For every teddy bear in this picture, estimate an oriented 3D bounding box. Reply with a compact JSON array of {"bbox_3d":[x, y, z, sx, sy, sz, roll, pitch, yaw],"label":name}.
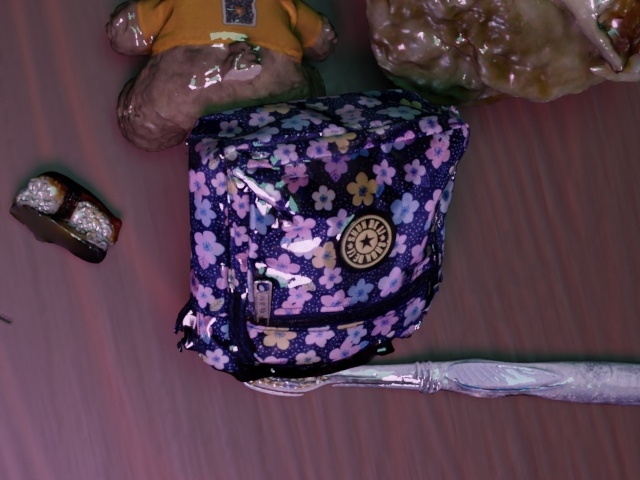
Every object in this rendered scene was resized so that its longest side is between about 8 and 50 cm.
[{"bbox_3d":[-0.073,-0.170,1.358,0.177,0.140,0.190,-3,79,-8],"label":"teddy bear"}]

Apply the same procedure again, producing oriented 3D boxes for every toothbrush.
[{"bbox_3d":[0.136,0.109,1.423,0.413,0.042,0.035,2,86,-12],"label":"toothbrush"}]

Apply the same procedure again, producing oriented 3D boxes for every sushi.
[{"bbox_3d":[-0.191,-0.020,1.375,0.083,0.044,0.046,33,60,-9],"label":"sushi"}]

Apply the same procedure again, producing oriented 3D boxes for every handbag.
[{"bbox_3d":[0.000,0.000,1.328,0.229,0.127,0.207,-12,119,-25],"label":"handbag"}]

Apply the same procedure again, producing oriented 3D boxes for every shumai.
[{"bbox_3d":[0.169,-0.195,1.329,0.218,0.256,0.189,23,37,27],"label":"shumai"}]
